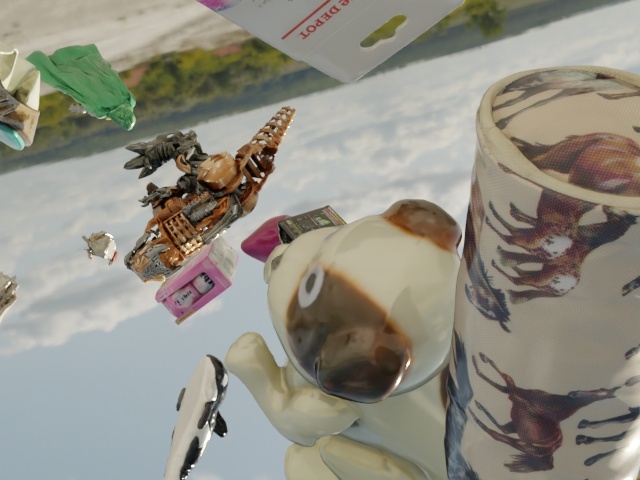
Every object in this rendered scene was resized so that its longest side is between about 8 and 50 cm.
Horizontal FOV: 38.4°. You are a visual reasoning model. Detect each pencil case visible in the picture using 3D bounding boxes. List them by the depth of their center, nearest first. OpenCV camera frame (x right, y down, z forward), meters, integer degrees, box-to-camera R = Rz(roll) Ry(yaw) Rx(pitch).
[{"bbox_3d":[0.189,0.078,0.682,0.183,0.411,0.160,-10,-142,-11],"label":"pencil case"}]

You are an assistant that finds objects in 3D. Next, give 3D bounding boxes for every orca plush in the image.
[{"bbox_3d":[-0.219,0.373,1.777,0.102,0.287,0.151,21,156,-26],"label":"orca plush"}]

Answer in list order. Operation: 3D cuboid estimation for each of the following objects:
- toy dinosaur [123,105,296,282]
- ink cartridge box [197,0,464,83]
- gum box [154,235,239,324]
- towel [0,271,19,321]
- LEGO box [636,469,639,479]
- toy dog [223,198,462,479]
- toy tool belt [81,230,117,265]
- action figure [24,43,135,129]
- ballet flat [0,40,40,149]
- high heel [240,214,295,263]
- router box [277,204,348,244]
[{"bbox_3d":[-0.154,-0.068,1.315,0.321,0.164,0.218,-27,-153,-28],"label":"toy dinosaur"},{"bbox_3d":[-0.036,-0.326,0.963,0.353,0.119,0.207,25,142,-34],"label":"ink cartridge box"},{"bbox_3d":[-0.195,0.058,1.475,0.107,0.062,0.188,-38,-169,7],"label":"gum box"},{"bbox_3d":[-0.557,0.171,1.406,0.282,0.049,0.187,-55,-162,-9],"label":"towel"},{"bbox_3d":[0.383,0.195,1.412,0.372,0.193,0.500,-32,-146,-4],"label":"LEGO box"},{"bbox_3d":[0.075,0.140,1.032,0.395,0.408,0.285,23,-115,31],"label":"toy dog"},{"bbox_3d":[-0.384,0.011,1.595,0.051,0.052,0.083,18,163,4],"label":"toy tool belt"},{"bbox_3d":[-0.368,-0.243,1.482,0.137,0.064,0.232,-28,-130,-29],"label":"action figure"},{"bbox_3d":[-0.464,-0.218,1.309,0.116,0.124,0.342,29,175,4],"label":"ballet flat"},{"bbox_3d":[-0.012,0.040,1.899,0.181,0.127,0.377,-16,148,16],"label":"high heel"},{"bbox_3d":[0.000,0.000,1.387,0.092,0.038,0.122,-18,-143,-18],"label":"router box"}]
